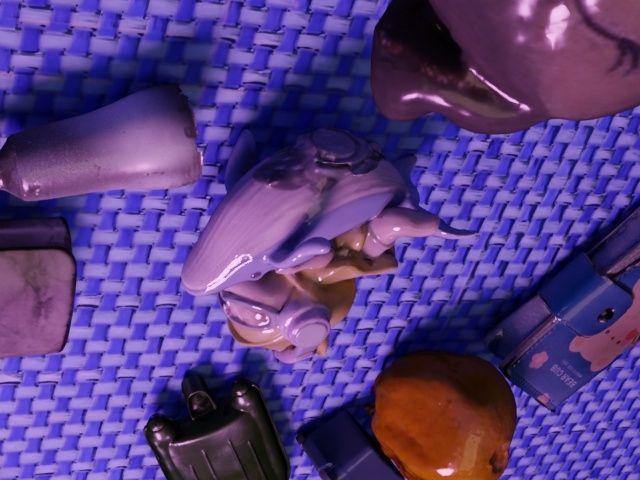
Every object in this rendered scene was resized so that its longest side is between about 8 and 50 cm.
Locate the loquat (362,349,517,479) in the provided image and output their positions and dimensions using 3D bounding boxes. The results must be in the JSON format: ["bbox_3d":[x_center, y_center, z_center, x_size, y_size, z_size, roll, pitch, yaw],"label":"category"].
[{"bbox_3d":[0.104,0.157,1.051,0.113,0.137,0.137,-40,151,-44],"label":"loquat"}]

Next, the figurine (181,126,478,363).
[{"bbox_3d":[0.000,0.000,0.860,0.208,0.128,0.184,-14,137,-21],"label":"figurine"}]

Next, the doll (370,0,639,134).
[{"bbox_3d":[0.204,-0.170,0.693,0.382,0.252,0.378,-12,159,22],"label":"doll"}]

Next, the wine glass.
[{"bbox_3d":[-0.158,-0.055,0.767,0.155,0.072,0.072,-13,134,-16],"label":"wine glass"}]

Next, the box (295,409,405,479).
[{"bbox_3d":[0.030,0.202,1.098,0.054,0.074,0.099,-41,136,-1],"label":"box"}]

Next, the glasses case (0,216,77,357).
[{"bbox_3d":[-0.314,0.041,0.782,0.299,0.060,0.114,-4,131,-24],"label":"glasses case"}]

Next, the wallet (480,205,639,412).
[{"bbox_3d":[0.253,0.061,1.089,0.202,0.059,0.141,-40,141,13],"label":"wallet"}]

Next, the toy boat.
[{"bbox_3d":[-0.082,0.192,1.046,0.104,0.052,0.210,-25,138,-7],"label":"toy boat"}]
